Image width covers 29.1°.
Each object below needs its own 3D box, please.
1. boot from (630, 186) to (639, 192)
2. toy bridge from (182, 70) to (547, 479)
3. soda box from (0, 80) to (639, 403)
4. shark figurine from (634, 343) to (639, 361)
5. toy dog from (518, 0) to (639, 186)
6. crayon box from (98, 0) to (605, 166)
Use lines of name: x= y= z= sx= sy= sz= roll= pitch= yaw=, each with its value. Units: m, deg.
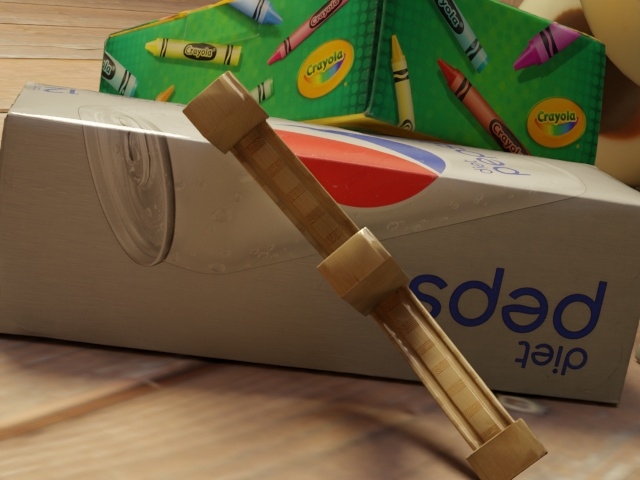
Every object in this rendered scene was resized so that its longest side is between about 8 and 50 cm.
boot: x=0.293 y=-0.039 z=1.058 sx=0.118 sy=0.042 sz=0.087 roll=1 pitch=10 yaw=-37
toy bridge: x=0.017 y=0.013 z=0.468 sx=0.188 sy=0.026 sz=0.063 roll=51 pitch=3 yaw=16
soda box: x=0.000 y=0.000 z=0.558 sx=0.286 sy=0.098 sz=0.091 roll=8 pitch=14 yaw=-10
shark figurine: x=0.209 y=0.020 z=0.642 sx=0.166 sy=0.116 sz=0.278 roll=41 pitch=13 yaw=-20
toy dog: x=0.260 y=-0.186 z=0.859 sx=0.395 sy=0.284 sz=0.408 roll=-26 pitch=-4 yaw=4
crayon box: x=0.005 y=-0.082 z=0.729 sx=0.165 sy=0.081 sz=0.278 roll=11 pitch=-7 yaw=-38
